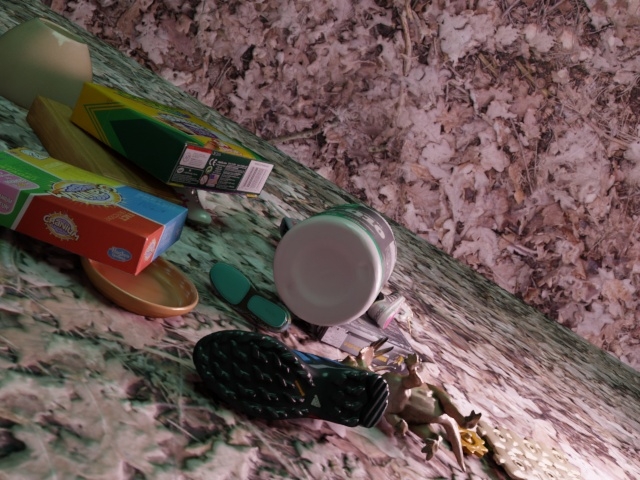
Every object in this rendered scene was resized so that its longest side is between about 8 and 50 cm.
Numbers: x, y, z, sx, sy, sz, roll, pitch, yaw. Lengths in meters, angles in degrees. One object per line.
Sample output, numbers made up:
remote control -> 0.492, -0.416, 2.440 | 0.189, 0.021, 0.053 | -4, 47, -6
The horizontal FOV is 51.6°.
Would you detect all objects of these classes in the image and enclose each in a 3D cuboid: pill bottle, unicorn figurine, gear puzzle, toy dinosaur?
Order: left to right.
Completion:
pill bottle -> 0.046, 0.033, 1.345 | 0.204, 0.204, 0.361 | 33, 13, 6
unicorn figurine -> 0.181, 0.163, 1.747 | 0.111, 0.060, 0.162 | 25, 15, -25
toy dinosaur -> 0.154, 0.272, 1.160 | 0.295, 0.127, 0.200 | 38, -5, -14
gear puzzle -> 0.376, 0.428, 1.269 | 0.338, 0.044, 0.175 | 24, 16, -21

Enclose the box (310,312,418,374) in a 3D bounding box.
box -> 0.078, 0.186, 1.428 | 0.230, 0.056, 0.183 | 26, 13, -24

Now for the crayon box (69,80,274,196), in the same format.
crayon box -> -0.330, -0.227, 1.538 | 0.313, 0.106, 0.363 | 33, 13, 22

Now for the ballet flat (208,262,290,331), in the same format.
ballet flat -> -0.132, 0.112, 1.236 | 0.188, 0.070, 0.070 | 39, 14, 20

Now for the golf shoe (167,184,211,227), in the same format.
golf shoe -> -0.313, -0.101, 1.526 | 0.186, 0.086, 0.067 | 39, 13, 23

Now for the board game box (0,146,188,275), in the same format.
board game box -> -0.400, -0.057, 1.077 | 0.316, 0.064, 0.242 | 21, 13, -2

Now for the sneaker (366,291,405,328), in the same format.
sneaker -> 0.136, 0.138, 1.468 | 0.074, 0.063, 0.170 | 39, 18, 6

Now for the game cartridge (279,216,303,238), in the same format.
game cartridge -> 0.000, 0.000, 1.700 | 0.195, 0.060, 0.294 | 17, 7, -10

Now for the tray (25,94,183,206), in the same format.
tray -> -0.483, -0.182, 1.460 | 0.202, 0.076, 0.411 | 18, 20, -47

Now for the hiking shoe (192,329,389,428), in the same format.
hiking shoe -> -0.054, 0.212, 0.987 | 0.303, 0.113, 0.132 | 23, -13, -19

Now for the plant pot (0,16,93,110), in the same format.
plant pot -> -0.701, -0.452, 1.696 | 0.284, 0.191, 0.284 | 30, 14, -8

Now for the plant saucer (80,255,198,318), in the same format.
plant saucer -> -0.293, 0.064, 1.062 | 0.199, 0.037, 0.200 | 31, 12, -7
